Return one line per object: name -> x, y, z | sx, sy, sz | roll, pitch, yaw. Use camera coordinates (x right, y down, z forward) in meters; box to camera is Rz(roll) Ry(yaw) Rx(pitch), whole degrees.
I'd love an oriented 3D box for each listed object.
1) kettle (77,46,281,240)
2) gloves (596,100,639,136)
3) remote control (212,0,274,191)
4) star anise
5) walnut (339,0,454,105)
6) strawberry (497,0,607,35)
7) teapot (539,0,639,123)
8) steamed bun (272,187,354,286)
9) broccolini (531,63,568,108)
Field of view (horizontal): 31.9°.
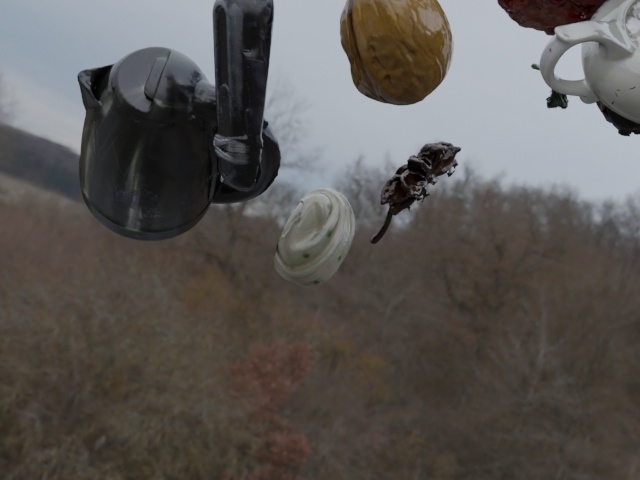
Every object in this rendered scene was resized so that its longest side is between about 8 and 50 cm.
kettle -> -0.217, -0.154, 1.727 | 0.321, 0.228, 0.324 | 18, -28, -3
gloves -> 0.451, -0.230, 1.656 | 0.129, 0.106, 0.180 | 46, 16, -2
remote control -> -0.108, -0.192, 1.432 | 0.066, 0.266, 0.090 | -1, 15, -25
star anise -> 0.155, -0.091, 1.990 | 0.073, 0.234, 0.177 | 41, 3, 15
walnut -> 0.095, -0.257, 1.407 | 0.144, 0.144, 0.180 | 21, -39, 56
strawberry -> 0.319, -0.422, 1.549 | 0.310, 0.291, 0.292 | -1, -4, 12
teapot -> 0.408, -0.230, 1.351 | 0.300, 0.208, 0.166 | -12, -25, -14
steamed bun -> 0.000, 0.000, 1.970 | 0.106, 0.183, 0.183 | 27, 3, 16
broccolini -> 0.470, -0.328, 2.305 | 0.054, 0.052, 0.194 | 14, -15, 34
